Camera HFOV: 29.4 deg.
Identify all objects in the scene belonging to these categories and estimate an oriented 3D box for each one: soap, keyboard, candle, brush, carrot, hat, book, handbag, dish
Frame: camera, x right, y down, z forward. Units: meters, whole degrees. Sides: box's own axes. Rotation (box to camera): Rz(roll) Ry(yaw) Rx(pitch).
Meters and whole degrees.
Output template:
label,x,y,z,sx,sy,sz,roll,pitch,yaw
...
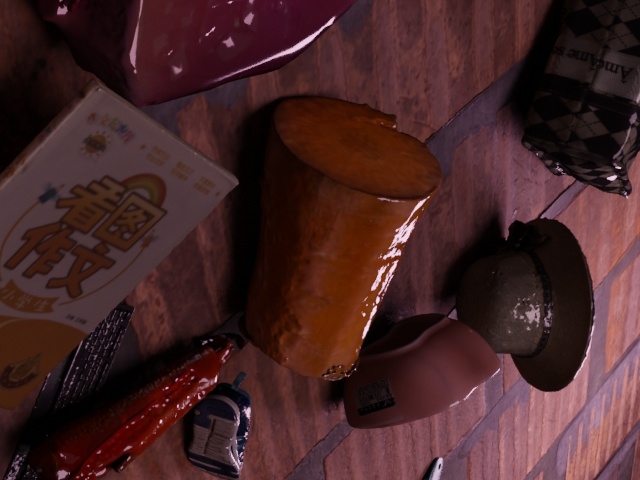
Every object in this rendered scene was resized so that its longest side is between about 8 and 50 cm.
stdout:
label,x,y,z,sx,sy,sz,roll,pitch,yaw
soap,-0.085,-0.243,0.996,0.324,0.127,0.220,-21,127,-47
keyboard,-0.237,0.148,1.160,0.074,0.015,0.197,18,97,-58
candle,-0.172,0.163,1.207,0.301,0.059,0.084,-37,153,-45
brush,0.152,0.435,1.942,0.043,0.032,0.193,34,72,-54
carrot,0.000,0.000,1.288,0.196,0.196,0.254,-18,138,-50
hat,0.265,0.091,1.725,0.130,0.257,0.257,0,117,-21
book,-0.222,0.017,0.988,0.295,0.020,0.208,-45,149,8
handbag,0.447,-0.281,1.733,0.316,0.180,0.416,19,91,-67
dish,0.118,0.158,1.588,0.213,0.213,0.090,-31,103,-42

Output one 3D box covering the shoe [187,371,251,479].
label,x,y,z,sx,sy,sz,roll,pitch,yaw
shoe,-0.108,0.213,1.363,0.071,0.063,0.143,-57,159,-47
